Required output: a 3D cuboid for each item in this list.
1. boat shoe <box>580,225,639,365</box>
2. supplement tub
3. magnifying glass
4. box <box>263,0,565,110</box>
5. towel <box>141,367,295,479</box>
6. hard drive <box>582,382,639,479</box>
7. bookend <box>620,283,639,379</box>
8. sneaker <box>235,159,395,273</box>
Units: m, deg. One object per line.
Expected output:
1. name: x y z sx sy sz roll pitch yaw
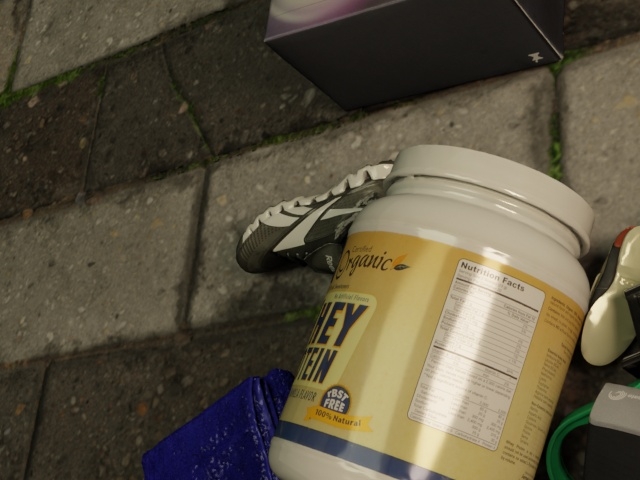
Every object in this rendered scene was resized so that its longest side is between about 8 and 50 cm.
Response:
1. boat shoe: 0.270 0.051 0.955 0.043 0.049 0.137 145 147 -81
2. supplement tub: 0.106 0.096 0.931 0.228 0.228 0.316 9 73 41
3. magnifying glass: 0.264 0.135 0.853 0.092 0.026 0.231 34 121 15
4. box: 0.117 -0.339 1.189 0.296 0.183 0.294 -9 63 36
5. towel: -0.084 0.305 1.077 0.228 0.076 0.308 -35 50 18
6. hard drive: 0.307 0.220 0.772 0.255 0.054 0.172 18 113 42
7. bookend: 0.329 0.026 0.891 0.156 0.072 0.157 -29 45 32
8. sneaker: 0.000 0.000 1.170 0.234 0.078 0.106 -25 51 24
